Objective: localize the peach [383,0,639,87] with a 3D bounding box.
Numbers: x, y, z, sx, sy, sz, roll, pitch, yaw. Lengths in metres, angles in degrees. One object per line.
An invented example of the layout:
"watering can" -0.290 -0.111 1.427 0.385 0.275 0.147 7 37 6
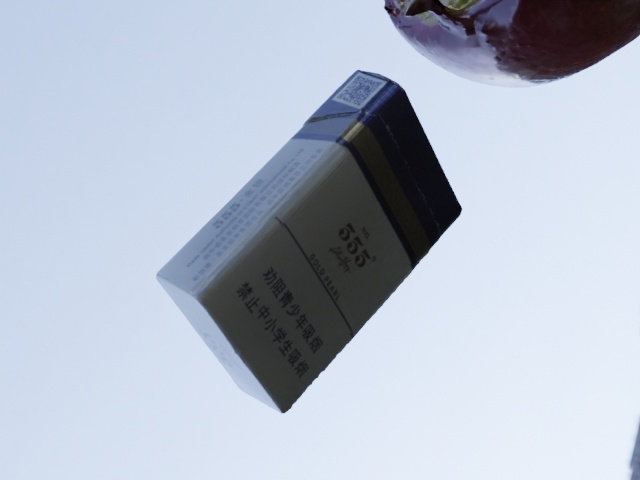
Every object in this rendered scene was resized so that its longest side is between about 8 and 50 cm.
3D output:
"peach" 0.281 -0.361 1.517 0.310 0.335 0.406 25 -57 -32

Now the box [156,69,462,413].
"box" 0.000 0.000 1.066 0.259 0.071 0.168 -47 -48 -20
